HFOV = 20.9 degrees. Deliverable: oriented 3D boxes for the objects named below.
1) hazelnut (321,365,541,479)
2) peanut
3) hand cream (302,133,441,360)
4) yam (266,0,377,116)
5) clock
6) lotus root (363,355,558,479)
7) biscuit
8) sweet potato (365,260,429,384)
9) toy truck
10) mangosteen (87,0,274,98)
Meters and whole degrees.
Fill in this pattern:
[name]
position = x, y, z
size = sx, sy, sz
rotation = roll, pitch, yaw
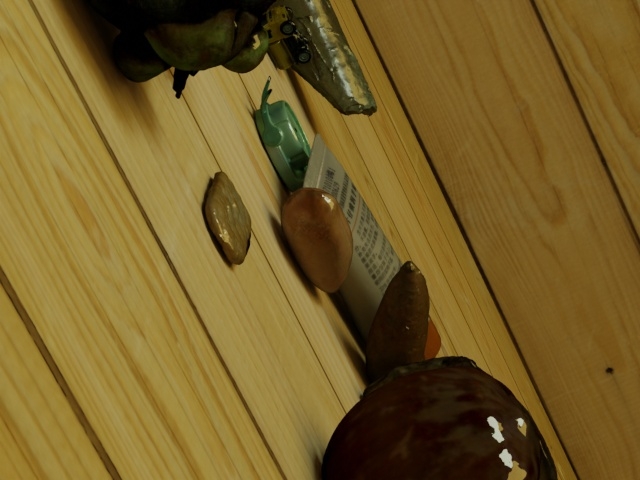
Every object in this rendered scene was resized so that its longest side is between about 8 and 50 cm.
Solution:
[hazelnut]
position = 0.118, 0.232, 1.620
size = 0.218, 0.218, 0.234
rotation = 58, 10, -41
[peanut]
position = 0.000, 0.000, 1.939
size = 0.152, 0.076, 0.076
rotation = 74, 1, -45
[hand cream]
position = 0.051, 0.029, 2.084
size = 0.140, 0.089, 0.314
rotation = -76, 147, -52
[yam]
position = -0.009, -0.288, 2.518
size = 0.106, 0.106, 0.259
rotation = 14, 53, -78
[clock]
position = -0.045, -0.127, 2.096
size = 0.101, 0.041, 0.135
rotation = -94, 158, -65
[lotus root]
position = 0.182, 0.278, 2.001
size = 0.142, 0.210, 0.314
rotation = -26, 106, -70
[biscuit]
position = -0.088, -0.022, 1.667
size = 0.071, 0.018, 0.147
rotation = 61, 11, -16
[sweet potato]
position = 0.114, 0.164, 2.075
size = 0.079, 0.108, 0.346
rotation = -60, 138, -39
[toy truck]
position = -0.052, -0.281, 2.398
size = 0.049, 0.054, 0.083
rotation = -100, 164, -55
[mangosteen]
position = -0.115, -0.251, 1.519
size = 0.243, 0.243, 0.243
rotation = -24, 90, -81
